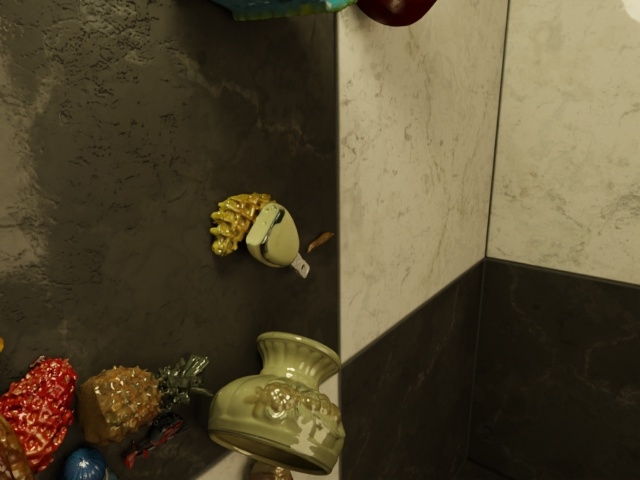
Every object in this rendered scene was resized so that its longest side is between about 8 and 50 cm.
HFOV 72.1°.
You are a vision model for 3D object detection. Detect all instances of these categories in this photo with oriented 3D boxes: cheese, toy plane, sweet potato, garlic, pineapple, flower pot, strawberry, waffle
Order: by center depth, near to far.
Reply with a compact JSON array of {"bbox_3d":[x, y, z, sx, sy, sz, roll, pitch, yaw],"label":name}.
[{"bbox_3d":[-0.438,0.272,0.660,0.121,0.082,0.188,41,70,-46],"label":"strawberry"},{"bbox_3d":[-0.306,0.276,0.805,0.248,0.128,0.128,0,99,-58],"label":"pineapple"},{"bbox_3d":[-0.324,0.390,0.875,0.145,0.037,0.060,-28,131,-50],"label":"toy plane"},{"bbox_3d":[-0.156,-0.027,0.965,0.194,0.051,0.149,-18,112,-49],"label":"waffle"},{"bbox_3d":[-0.081,0.355,0.985,0.307,0.307,0.244,56,40,-43],"label":"flower pot"},{"bbox_3d":[-0.078,0.024,1.009,0.127,0.054,0.251,-64,149,-19],"label":"cheese"},{"bbox_3d":[-0.117,0.619,1.147,0.115,0.128,0.207,-104,176,-51],"label":"garlic"},{"bbox_3d":[0.000,0.000,1.196,0.115,0.026,0.026,-32,124,-40],"label":"sweet potato"}]

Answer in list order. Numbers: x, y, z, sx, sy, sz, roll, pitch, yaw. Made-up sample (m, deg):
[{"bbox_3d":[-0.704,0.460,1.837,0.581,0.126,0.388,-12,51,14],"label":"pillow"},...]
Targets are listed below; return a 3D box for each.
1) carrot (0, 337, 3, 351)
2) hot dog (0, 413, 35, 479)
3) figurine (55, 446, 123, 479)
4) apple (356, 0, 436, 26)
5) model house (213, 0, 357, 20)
[{"bbox_3d":[-0.504,0.117,0.567,0.170,0.042,0.042,40,68,-46],"label":"carrot"},{"bbox_3d":[-0.490,0.352,0.509,0.266,0.174,0.388,-19,121,-45],"label":"hot dog"},{"bbox_3d":[-0.390,0.417,0.766,0.136,0.079,0.077,56,15,-38],"label":"figurine"},{"bbox_3d":[0.181,-0.679,1.036,0.316,0.288,0.288,33,73,-33],"label":"apple"},{"bbox_3d":[-0.076,-0.500,0.772,0.303,0.237,0.216,-13,110,-60],"label":"model house"}]
